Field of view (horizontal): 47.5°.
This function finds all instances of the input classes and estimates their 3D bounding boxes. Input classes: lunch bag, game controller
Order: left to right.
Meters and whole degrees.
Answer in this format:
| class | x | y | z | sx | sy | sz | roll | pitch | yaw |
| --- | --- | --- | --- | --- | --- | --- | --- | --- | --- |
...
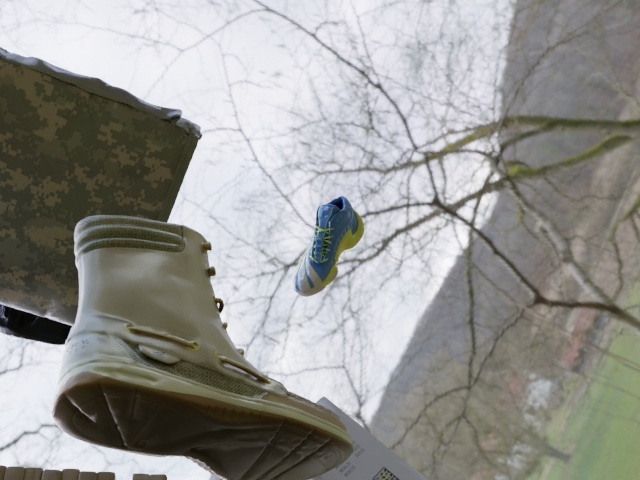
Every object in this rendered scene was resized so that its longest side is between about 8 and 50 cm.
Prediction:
| class | x | y | z | sx | sy | sz | roll | pitch | yaw |
| --- | --- | --- | --- | --- | --- | --- | --- | --- | --- |
| game controller | -0.429 | 0.022 | 1.229 | 0.067 | 0.166 | 0.319 | 113 | 171 | -59 |
| lunch bag | -0.290 | -0.062 | 0.841 | 0.287 | 0.235 | 0.169 | -61 | 19 | 25 |

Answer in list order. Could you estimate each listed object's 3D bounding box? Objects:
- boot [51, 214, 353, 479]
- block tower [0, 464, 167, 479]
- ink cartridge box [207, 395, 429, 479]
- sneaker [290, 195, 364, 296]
| class | x | y | z | sx | sy | sz | roll | pitch | yaw |
| --- | --- | --- | --- | --- | --- | --- | --- | --- | --- |
| boot | -0.075 | 0.073 | 0.504 | 0.213 | 0.165 | 0.077 | 26 | -59 | -33 |
| block tower | -0.304 | 0.272 | 0.701 | 0.091 | 0.335 | 0.097 | 107 | 165 | -56 |
| ink cartridge box | -0.024 | 0.391 | 1.038 | 0.130 | 0.272 | 0.309 | -28 | -34 | -49 |
| sneaker | 0.000 | 0.000 | 1.486 | 0.240 | 0.091 | 0.126 | -54 | -44 | -37 |
